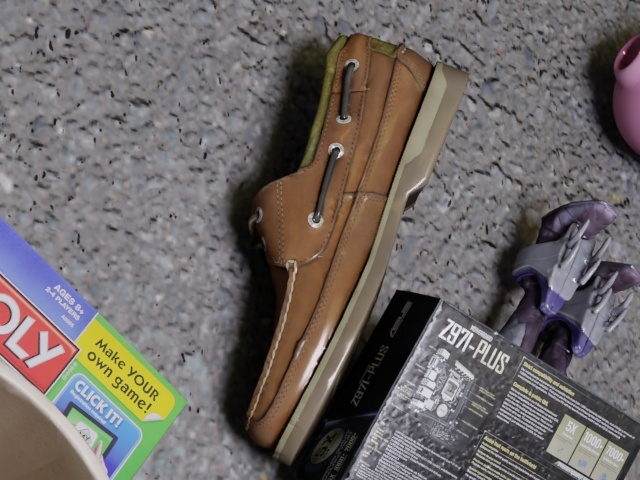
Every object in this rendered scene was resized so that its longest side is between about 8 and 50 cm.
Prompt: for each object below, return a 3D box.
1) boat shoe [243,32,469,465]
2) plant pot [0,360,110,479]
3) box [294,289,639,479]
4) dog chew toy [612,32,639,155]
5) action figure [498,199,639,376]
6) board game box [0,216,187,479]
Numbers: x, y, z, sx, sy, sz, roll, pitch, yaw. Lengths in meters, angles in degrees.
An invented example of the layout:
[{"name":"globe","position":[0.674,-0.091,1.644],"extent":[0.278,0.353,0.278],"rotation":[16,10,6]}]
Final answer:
[{"name":"boat shoe","position":[0.000,0.000,0.967],"extent":[0.104,0.110,0.307],"rotation":[23,69,1]},{"name":"plant pot","position":[-0.243,0.191,0.609],"extent":[0.257,0.274,0.256],"rotation":[12,64,-25]},{"name":"box","position":[0.100,0.140,0.926],"extent":[0.180,0.077,0.147],"rotation":[31,83,-18]},{"name":"dog chew toy","position":[0.392,-0.075,1.207],"extent":[0.332,0.207,0.206],"rotation":[31,61,-17]},{"name":"action figure","position":[0.145,0.109,1.038],"extent":[0.185,0.099,0.285],"rotation":[47,59,-28]},{"name":"board game box","position":[-0.249,0.067,0.794],"extent":[0.317,0.046,0.213],"rotation":[47,57,-17]}]
